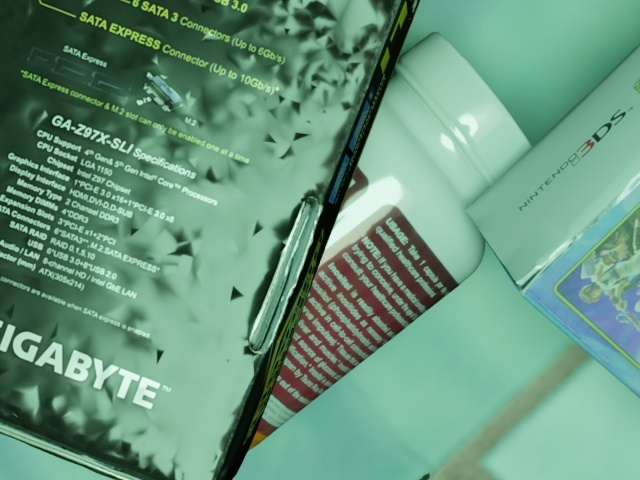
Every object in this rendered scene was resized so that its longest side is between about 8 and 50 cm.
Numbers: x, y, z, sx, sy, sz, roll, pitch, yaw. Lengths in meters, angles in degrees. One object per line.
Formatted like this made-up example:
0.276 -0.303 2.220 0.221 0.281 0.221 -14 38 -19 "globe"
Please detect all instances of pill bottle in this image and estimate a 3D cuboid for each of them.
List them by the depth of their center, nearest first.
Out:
0.000 0.000 0.569 0.152 0.086 0.086 -38 102 3 "pill bottle"

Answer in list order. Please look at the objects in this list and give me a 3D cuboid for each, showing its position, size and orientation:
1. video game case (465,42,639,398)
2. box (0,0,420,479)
0.225 -0.008 0.552 0.244 0.061 0.269 -45 119 9 "video game case"
-0.131 -0.097 0.495 0.322 0.079 0.257 21 89 3 "box"
